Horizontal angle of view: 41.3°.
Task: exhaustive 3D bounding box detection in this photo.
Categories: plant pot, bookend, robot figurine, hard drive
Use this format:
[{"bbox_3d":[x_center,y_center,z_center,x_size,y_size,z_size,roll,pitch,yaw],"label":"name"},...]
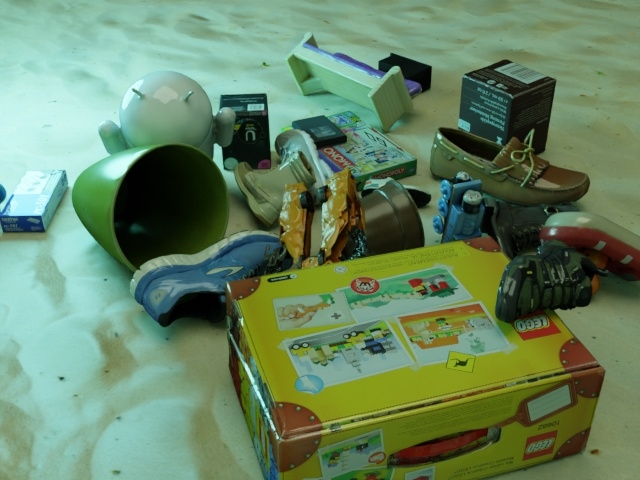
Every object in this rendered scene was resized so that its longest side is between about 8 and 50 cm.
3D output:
[{"bbox_3d":[-0.386,-0.074,1.759,0.274,0.275,0.293,-30,28,-36],"label":"plant pot"},{"bbox_3d":[0.215,-0.474,2.474,0.156,0.072,0.157,28,43,35],"label":"bookend"},{"bbox_3d":[0.102,-0.019,1.739,0.165,0.167,0.167,-21,39,-17],"label":"plant pot"},{"bbox_3d":[-0.338,-0.242,1.894,0.299,0.353,0.200,-11,70,-9],"label":"robot figurine"},{"bbox_3d":[-0.004,-0.276,2.147,0.094,0.022,0.135,-15,37,-20],"label":"hard drive"},{"bbox_3d":[0.000,0.000,1.605,0.211,0.085,0.291,-14,50,20],"label":"robot figurine"}]

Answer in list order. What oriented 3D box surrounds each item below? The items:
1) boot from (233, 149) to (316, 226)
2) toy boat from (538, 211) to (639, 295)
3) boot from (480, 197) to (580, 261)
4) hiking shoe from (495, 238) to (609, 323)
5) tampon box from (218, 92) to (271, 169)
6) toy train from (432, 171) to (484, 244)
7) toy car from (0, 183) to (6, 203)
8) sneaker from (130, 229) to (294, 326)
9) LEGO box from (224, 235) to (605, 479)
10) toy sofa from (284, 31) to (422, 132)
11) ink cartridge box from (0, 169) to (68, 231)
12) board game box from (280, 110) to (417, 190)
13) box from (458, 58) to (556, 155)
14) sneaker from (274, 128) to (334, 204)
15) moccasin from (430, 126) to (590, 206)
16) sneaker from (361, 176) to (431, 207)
[{"bbox_3d":[-0.102,-0.147,1.919,0.165,0.077,0.213,-41,43,10],"label":"boot"},{"bbox_3d":[0.532,0.041,1.665,0.231,0.151,0.151,26,-7,-7],"label":"toy boat"},{"bbox_3d":[0.460,-0.014,1.784,0.228,0.091,0.263,5,38,-1],"label":"boot"},{"bbox_3d":[0.359,0.068,1.317,0.114,0.086,0.227,23,39,35],"label":"hiking shoe"},{"bbox_3d":[-0.185,-0.268,2.093,0.120,0.161,0.101,-3,34,-2],"label":"tampon box"},{"bbox_3d":[0.292,-0.053,1.762,0.080,0.184,0.105,-13,47,-19],"label":"toy train"},{"bbox_3d":[-0.767,-0.088,1.855,0.136,0.159,0.182,35,42,6],"label":"toy car"},{"bbox_3d":[-0.187,0.088,1.628,0.330,0.130,0.147,-19,56,-26],"label":"sneaker"},{"bbox_3d":[0.127,0.202,1.368,0.500,0.193,0.372,-9,35,-14],"label":"LEGO box"},{"bbox_3d":[0.091,-0.456,2.330,0.362,0.150,0.177,32,72,38],"label":"toy sofa"},{"bbox_3d":[-0.652,-0.093,1.940,0.097,0.046,0.207,-1,34,0],"label":"ink cartridge box"},{"bbox_3d":[0.066,-0.226,2.135,0.213,0.046,0.317,-17,38,-25],"label":"board game box"},{"bbox_3d":[0.462,-0.318,2.127,0.167,0.203,0.168,-24,41,-31],"label":"box"},{"bbox_3d":[-0.060,-0.178,2.009,0.115,0.105,0.281,-14,37,-19],"label":"sneaker"},{"bbox_3d":[0.438,-0.182,1.975,0.380,0.147,0.139,24,41,31],"label":"moccasin"},{"bbox_3d":[0.178,-0.120,1.965,0.161,0.057,0.075,4,40,11],"label":"sneaker"}]
